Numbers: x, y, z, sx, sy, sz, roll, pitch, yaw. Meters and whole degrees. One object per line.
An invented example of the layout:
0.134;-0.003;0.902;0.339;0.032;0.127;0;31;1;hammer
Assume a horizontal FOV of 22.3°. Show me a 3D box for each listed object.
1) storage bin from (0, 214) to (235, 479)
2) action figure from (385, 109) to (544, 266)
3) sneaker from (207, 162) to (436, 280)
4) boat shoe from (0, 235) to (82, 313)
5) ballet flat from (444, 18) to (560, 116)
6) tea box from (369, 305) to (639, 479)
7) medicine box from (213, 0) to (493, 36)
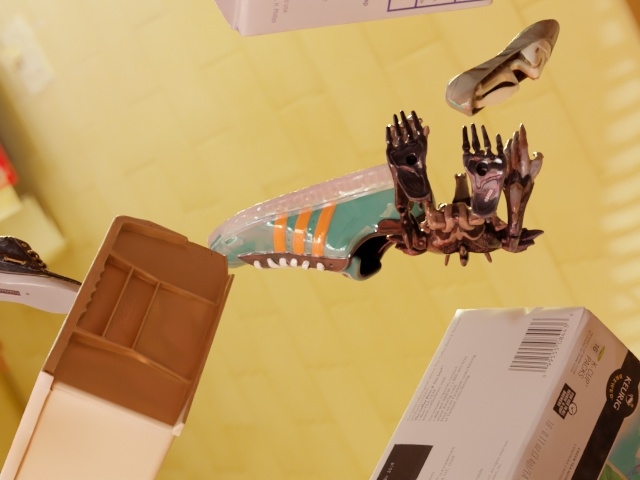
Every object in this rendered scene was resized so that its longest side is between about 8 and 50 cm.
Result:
-0.190;0.153;1.428;0.260;0.123;0.262;-76;-171;-57;storage bin
0.140;-0.055;1.600;0.164;0.141;0.275;3;167;9;action figure
0.000;0.000;1.941;0.302;0.121;0.108;-19;172;28;sneaker
-0.391;0.041;2.195;0.183;0.065;0.083;9;-127;7;boat shoe
0.271;-0.236;2.272;0.213;0.072;0.068;-33;-133;-19;ballet flat
0.252;0.298;1.833;0.220;0.323;0.329;-4;-130;51;tea box
0.010;-0.351;1.681;0.289;0.149;0.263;-9;-140;-21;medicine box
